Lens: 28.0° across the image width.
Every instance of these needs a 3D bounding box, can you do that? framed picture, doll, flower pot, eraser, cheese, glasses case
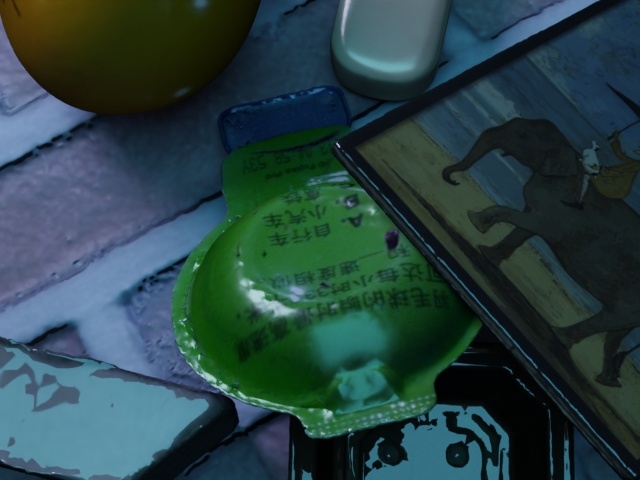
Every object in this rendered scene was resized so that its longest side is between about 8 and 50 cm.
[{"bbox_3d":[0.202,-0.030,0.835,0.347,0.016,0.265,-30,73,-39],"label":"framed picture"},{"bbox_3d":[-0.103,-0.197,0.877,0.236,0.213,0.213,-9,73,-18],"label":"doll"},{"bbox_3d":[0.067,0.193,0.816,0.179,0.084,0.250,2,75,-1],"label":"flower pot"},{"bbox_3d":[-0.232,0.101,0.824,0.353,0.111,0.077,13,73,3],"label":"eraser"},{"bbox_3d":[0.000,0.000,0.824,0.204,0.083,0.320,-13,41,-2],"label":"cheese"},{"bbox_3d":[0.061,-0.199,0.948,0.083,0.050,0.196,13,74,5],"label":"glasses case"}]
